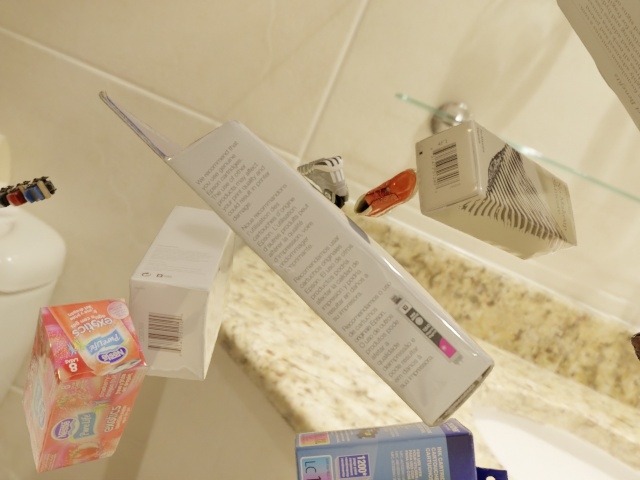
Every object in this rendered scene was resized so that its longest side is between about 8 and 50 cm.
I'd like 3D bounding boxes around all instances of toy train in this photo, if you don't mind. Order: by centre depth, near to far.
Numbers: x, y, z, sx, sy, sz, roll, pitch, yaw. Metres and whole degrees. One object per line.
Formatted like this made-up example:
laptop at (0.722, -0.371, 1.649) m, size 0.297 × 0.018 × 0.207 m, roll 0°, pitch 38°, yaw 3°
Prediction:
toy train at (-0.400, -0.062, 0.872) m, size 0.158 × 0.027 × 0.036 m, roll -4°, pitch 30°, yaw 42°

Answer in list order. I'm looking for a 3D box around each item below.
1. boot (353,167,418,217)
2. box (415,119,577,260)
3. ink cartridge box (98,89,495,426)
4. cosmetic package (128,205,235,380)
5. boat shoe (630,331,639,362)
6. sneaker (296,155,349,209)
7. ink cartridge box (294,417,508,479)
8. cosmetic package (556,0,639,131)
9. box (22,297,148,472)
boot at (0.137, -0.095, 1.359) m, size 0.084 × 0.158 × 0.059 m, roll -4°, pitch 62°, yaw -46°
box at (0.251, -0.060, 0.912) m, size 0.094 × 0.113 × 0.275 m, roll -19°, pitch -26°, yaw 41°
ink cartridge box at (0.000, 0.000, 0.589) m, size 0.330 × 0.071 × 0.324 m, roll 46°, pitch 3°, yaw 9°
cosmetic package at (-0.280, 0.095, 1.379) m, size 0.156 × 0.217 × 0.385 m, roll 8°, pitch 25°, yaw -1°
boat shoe at (0.460, 0.095, 0.741) m, size 0.073 × 0.207 × 0.073 m, roll 64°, pitch 4°, yaw 11°
sneaker at (0.010, -0.136, 1.635) m, size 0.086 × 0.132 × 0.228 m, roll -21°, pitch 10°, yaw -13°
ink cartridge box at (0.156, 0.495, 1.251) m, size 0.395 × 0.270 × 0.151 m, roll -5°, pitch -3°, yaw -4°
cosmetic package at (0.586, -0.372, 0.890) m, size 0.329 × 0.327 × 0.394 m, roll 62°, pitch 1°, yaw 10°
box at (-0.417, 0.255, 1.135) m, size 0.142 × 0.300 × 0.154 m, roll -5°, pitch 51°, yaw -35°
